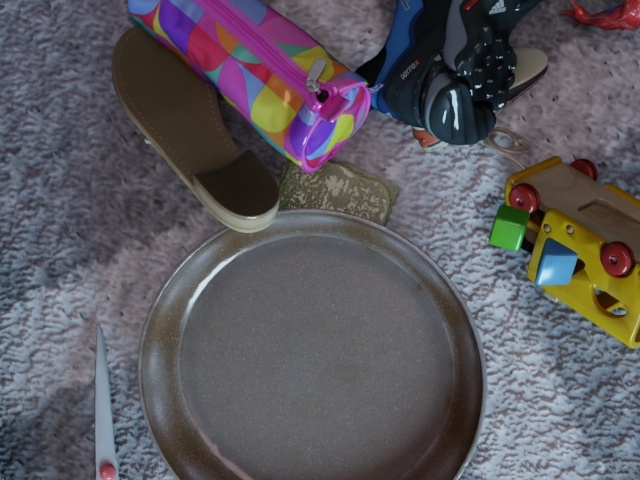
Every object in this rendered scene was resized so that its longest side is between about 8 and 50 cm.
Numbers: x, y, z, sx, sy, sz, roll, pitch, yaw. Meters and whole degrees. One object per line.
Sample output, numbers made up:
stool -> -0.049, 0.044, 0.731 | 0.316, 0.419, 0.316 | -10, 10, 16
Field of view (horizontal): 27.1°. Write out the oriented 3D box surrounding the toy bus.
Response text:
toy bus -> 0.228, 0.007, 1.156 | 0.191, 0.202, 0.104 | 10, 123, -4

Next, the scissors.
scissors -> -0.200, 0.231, 1.204 | 0.109, 0.021, 0.297 | -16, 92, -33

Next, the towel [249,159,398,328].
towel -> 0.000, 0.000, 1.209 | 0.110, 0.027, 0.148 | 19, 93, 3

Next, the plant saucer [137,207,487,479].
plant saucer -> -0.007, 0.121, 1.184 | 0.311, 0.050, 0.310 | 2, 100, 9

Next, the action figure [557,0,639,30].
action figure -> 0.326, -0.179, 1.164 | 0.280, 0.139, 0.091 | 35, 91, -21

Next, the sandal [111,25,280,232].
sandal -> -0.118, -0.083, 1.184 | 0.088, 0.079, 0.240 | -23, 60, -25

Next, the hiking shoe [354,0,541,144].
hiking shoe -> 0.130, -0.234, 1.151 | 0.132, 0.113, 0.304 | 20, 76, 36

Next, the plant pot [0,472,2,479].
plant pot -> -0.398, 0.214, 1.117 | 0.334, 0.334, 0.305 | -17, 103, 3

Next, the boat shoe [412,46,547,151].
boat shoe -> 0.144, -0.126, 1.190 | 0.137, 0.049, 0.043 | -30, 134, 1

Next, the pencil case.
pencil case -> -0.059, -0.162, 1.141 | 0.236, 0.104, 0.104 | 40, 94, 19
